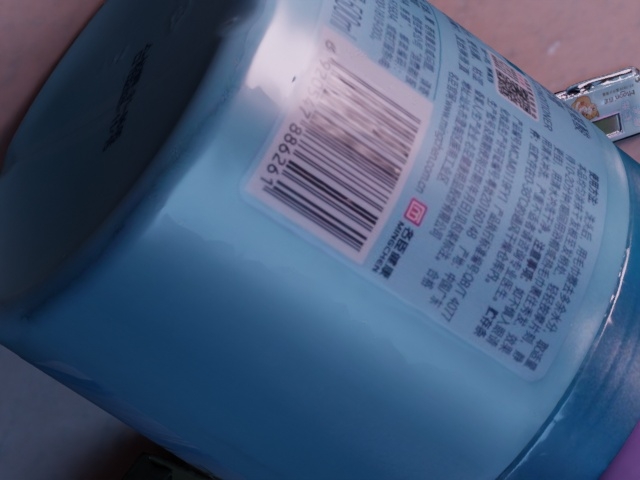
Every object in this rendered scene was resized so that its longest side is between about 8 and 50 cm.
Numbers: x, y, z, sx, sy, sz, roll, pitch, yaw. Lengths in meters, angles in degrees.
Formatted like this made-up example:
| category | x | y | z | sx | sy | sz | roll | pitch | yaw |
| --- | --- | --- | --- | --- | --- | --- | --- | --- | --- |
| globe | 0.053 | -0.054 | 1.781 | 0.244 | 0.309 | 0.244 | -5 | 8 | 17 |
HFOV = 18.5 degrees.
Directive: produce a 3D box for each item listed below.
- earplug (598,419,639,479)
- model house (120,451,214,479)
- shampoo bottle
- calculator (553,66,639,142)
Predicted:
| category | x | y | z | sx | sy | sz | roll | pitch | yaw |
| --- | --- | --- | --- | --- | --- | --- | --- | --- | --- |
| earplug | 0.307 | 0.173 | 1.371 | 0.456 | 0.215 | 0.215 | 7 | 118 | -58 |
| model house | -0.058 | 0.286 | 1.473 | 0.211 | 0.204 | 0.243 | 21 | 142 | 19 |
| shampoo bottle | 0.000 | 0.000 | 1.256 | 0.342 | 0.331 | 0.331 | 35 | 102 | -24 |
| calculator | 0.161 | -0.080 | 1.447 | 0.172 | 0.018 | 0.057 | -18 | 119 | -9 |
